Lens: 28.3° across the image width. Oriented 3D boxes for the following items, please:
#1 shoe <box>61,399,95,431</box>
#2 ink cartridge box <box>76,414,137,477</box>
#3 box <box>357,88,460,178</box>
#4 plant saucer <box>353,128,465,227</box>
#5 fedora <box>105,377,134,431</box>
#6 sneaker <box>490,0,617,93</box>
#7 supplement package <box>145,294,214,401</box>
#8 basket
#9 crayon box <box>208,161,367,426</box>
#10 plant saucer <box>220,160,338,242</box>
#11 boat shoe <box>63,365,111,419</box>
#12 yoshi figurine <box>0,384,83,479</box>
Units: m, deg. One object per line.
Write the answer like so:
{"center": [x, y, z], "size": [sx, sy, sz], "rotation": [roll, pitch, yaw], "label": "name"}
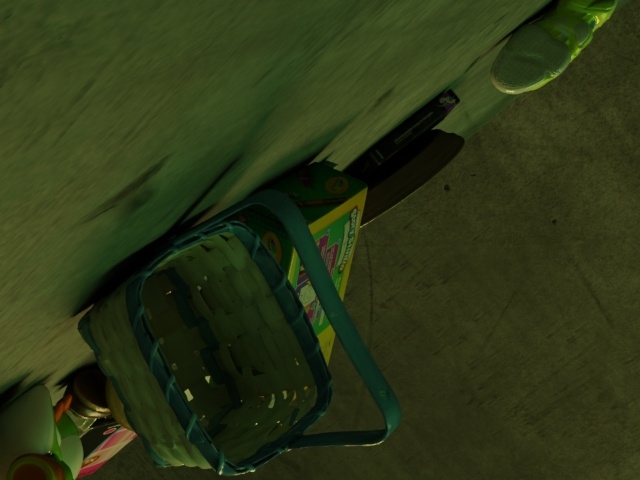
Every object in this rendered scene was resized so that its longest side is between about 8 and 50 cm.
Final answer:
{"center": [-0.305, 0.213, 1.965], "size": [0.219, 0.058, 0.076], "rotation": [-37, 176, -29], "label": "shoe"}
{"center": [-0.441, 0.371, 2.267], "size": [0.175, 0.069, 0.371], "rotation": [-9, 157, -47], "label": "ink cartridge box"}
{"center": [0.133, -0.161, 1.933], "size": [0.162, 0.029, 0.116], "rotation": [-39, 178, -12], "label": "box"}
{"center": [0.101, -0.093, 1.986], "size": [0.278, 0.041, 0.278], "rotation": [-34, -170, 7], "label": "plant saucer"}
{"center": [-0.226, 0.166, 1.743], "size": [0.194, 0.194, 0.079], "rotation": [-37, -143, -23], "label": "fedora"}
{"center": [0.344, -0.294, 1.902], "size": [0.240, 0.091, 0.126], "rotation": [-39, 178, -8], "label": "sneaker"}
{"center": [-0.168, 0.138, 1.603], "size": [0.105, 0.105, 0.179], "rotation": [-41, 158, 23], "label": "supplement package"}
{"center": [-0.080, 0.094, 1.223], "size": [0.289, 0.255, 0.201], "rotation": [-15, -166, 46], "label": "basket"}
{"center": [-0.040, 0.064, 1.502], "size": [0.165, 0.081, 0.278], "rotation": [-34, 142, -53], "label": "crayon box"}
{"center": [-0.059, -0.041, 1.567], "size": [0.192, 0.018, 0.067], "rotation": [-38, 177, -32], "label": "plant saucer"}
{"center": [-0.318, 0.219, 1.780], "size": [0.073, 0.073, 0.207], "rotation": [-41, 176, 8], "label": "boat shoe"}
{"center": [-0.362, 0.293, 1.462], "size": [0.203, 0.204, 0.362], "rotation": [-23, 178, -3], "label": "yoshi figurine"}
